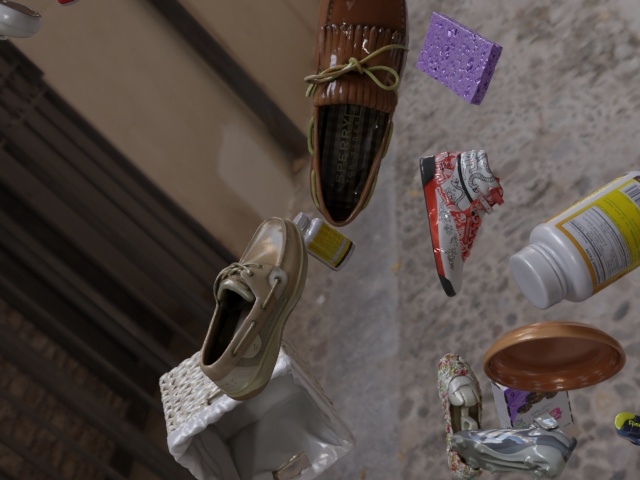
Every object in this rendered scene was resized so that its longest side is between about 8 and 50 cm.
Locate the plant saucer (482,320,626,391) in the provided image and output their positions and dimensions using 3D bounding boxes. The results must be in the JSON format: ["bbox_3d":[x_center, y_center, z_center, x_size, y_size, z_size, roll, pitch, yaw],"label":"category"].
[{"bbox_3d":[0.333,0.165,1.330,0.200,0.200,0.037,-26,48,38],"label":"plant saucer"}]

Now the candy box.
[{"bbox_3d":[0.503,0.383,2.198,0.164,0.196,0.070,-25,27,-13],"label":"candy box"}]

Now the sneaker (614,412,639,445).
[{"bbox_3d":[0.665,0.392,1.868,0.144,0.059,0.053,19,59,19],"label":"sneaker"}]

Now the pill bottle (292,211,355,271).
[{"bbox_3d":[0.000,0.000,1.665,0.065,0.116,0.065,-52,13,17],"label":"pill bottle"}]

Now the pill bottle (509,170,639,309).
[{"bbox_3d":[0.363,0.004,1.233,0.215,0.117,0.117,-29,20,-11],"label":"pill bottle"}]

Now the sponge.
[{"bbox_3d":[0.262,-0.354,1.784,0.210,0.031,0.117,48,126,50],"label":"sponge"}]

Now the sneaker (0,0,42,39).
[{"bbox_3d":[-0.517,-0.303,1.349,0.290,0.106,0.123,17,100,32],"label":"sneaker"}]

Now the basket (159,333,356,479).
[{"bbox_3d":[-0.156,0.395,2.121,0.328,0.331,0.266,-35,35,0],"label":"basket"}]

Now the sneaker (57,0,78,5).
[{"bbox_3d":[-0.420,-0.446,1.578,0.118,0.042,0.067,-35,-4,20],"label":"sneaker"}]

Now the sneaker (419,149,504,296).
[{"bbox_3d":[0.276,-0.036,1.722,0.144,0.270,0.090,-10,-2,10],"label":"sneaker"}]

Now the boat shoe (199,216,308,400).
[{"bbox_3d":[-0.100,0.078,1.343,0.109,0.098,0.302,-11,49,35],"label":"boat shoe"}]

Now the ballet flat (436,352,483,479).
[{"bbox_3d":[0.273,0.327,1.723,0.077,0.091,0.241,133,130,-73],"label":"ballet flat"}]

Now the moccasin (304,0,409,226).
[{"bbox_3d":[0.042,-0.204,1.257,0.147,0.139,0.380,-92,14,-66],"label":"moccasin"}]

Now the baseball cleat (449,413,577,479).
[{"bbox_3d":[0.303,0.314,1.434,0.205,0.072,0.109,5,39,47],"label":"baseball cleat"}]
